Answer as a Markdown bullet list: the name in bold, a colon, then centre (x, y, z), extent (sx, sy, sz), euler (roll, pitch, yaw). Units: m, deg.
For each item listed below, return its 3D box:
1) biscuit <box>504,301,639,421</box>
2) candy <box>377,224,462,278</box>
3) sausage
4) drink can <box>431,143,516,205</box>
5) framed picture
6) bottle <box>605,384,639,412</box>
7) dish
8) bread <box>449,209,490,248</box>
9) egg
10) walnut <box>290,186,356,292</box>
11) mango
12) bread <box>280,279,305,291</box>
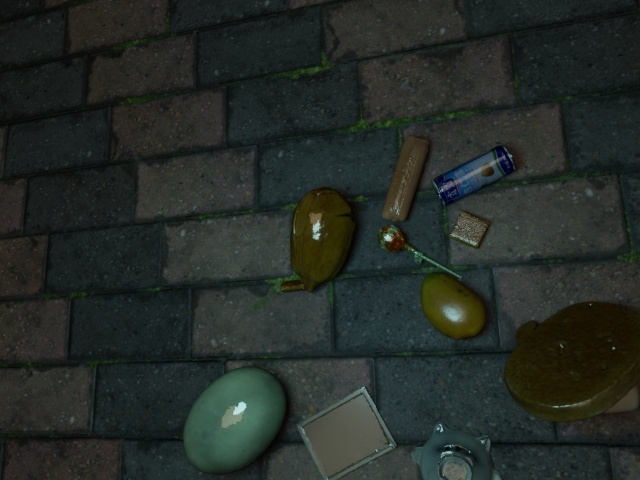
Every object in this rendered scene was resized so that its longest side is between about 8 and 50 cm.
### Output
- **biscuit**: centre (0.649, 0.300, 1.374), extent (0.395, 0.350, 0.070), euler (-34, 111, -12)
- **candy**: centre (0.304, 0.043, 1.638), extent (0.288, 0.084, 0.078), euler (30, 91, 10)
- **sausage**: centre (0.268, -0.194, 1.677), extent (0.086, 0.086, 0.288), euler (16, 82, 19)
- **drink can**: centre (0.463, -0.198, 1.617), extent (0.235, 0.097, 0.097), euler (-27, 73, 8)
- **framed picture**: centre (0.075, 0.589, 1.609), extent (0.252, 0.014, 0.197), euler (-32, 72, 8)
- **bottle**: centre (0.690, 0.387, 1.404), extent (0.237, 0.147, 0.147), euler (-13, 75, 15)
- **dish**: centre (0.372, 0.623, 1.479), extent (0.237, 0.086, 0.227), euler (-12, 76, 13)
- **bread**: centre (0.451, -0.033, 1.617), extent (0.095, 0.035, 0.090), euler (25, 87, 19)
- **egg**: centre (-0.256, 0.534, 1.591), extent (0.352, 0.258, 0.258), euler (-42, 71, 7)
- **walnut**: centre (0.000, 0.000, 1.662), extent (0.209, 0.209, 0.335), euler (14, 96, 18)
- **mango**: centre (0.376, 0.193, 1.551), extent (0.221, 0.120, 0.151), euler (39, 88, 26)
- **bread**: centre (-0.085, 0.149, 1.732), extent (0.084, 0.047, 0.036), euler (-7, 107, 17)
